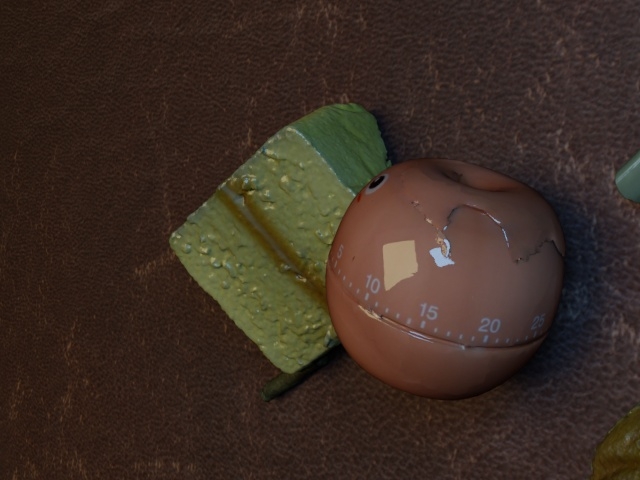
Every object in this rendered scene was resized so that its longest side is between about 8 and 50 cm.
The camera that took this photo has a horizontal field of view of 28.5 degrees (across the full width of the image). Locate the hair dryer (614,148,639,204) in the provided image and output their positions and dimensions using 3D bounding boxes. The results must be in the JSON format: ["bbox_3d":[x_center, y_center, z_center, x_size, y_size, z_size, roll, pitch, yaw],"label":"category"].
[{"bbox_3d":[0.324,-0.135,1.117,0.219,0.088,0.224,-61,29,34],"label":"hair dryer"}]

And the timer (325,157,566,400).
[{"bbox_3d":[0.121,0.032,1.224,0.229,0.230,0.214,45,121,46],"label":"timer"}]

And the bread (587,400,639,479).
[{"bbox_3d":[0.334,0.205,0.991,0.253,0.142,0.227,-33,68,44],"label":"bread"}]

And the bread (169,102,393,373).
[{"bbox_3d":[0.000,0.000,1.498,0.263,0.198,0.236,-40,88,35],"label":"bread"}]

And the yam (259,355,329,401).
[{"bbox_3d":[-0.036,0.165,1.581,0.033,0.027,0.129,54,132,2],"label":"yam"}]
